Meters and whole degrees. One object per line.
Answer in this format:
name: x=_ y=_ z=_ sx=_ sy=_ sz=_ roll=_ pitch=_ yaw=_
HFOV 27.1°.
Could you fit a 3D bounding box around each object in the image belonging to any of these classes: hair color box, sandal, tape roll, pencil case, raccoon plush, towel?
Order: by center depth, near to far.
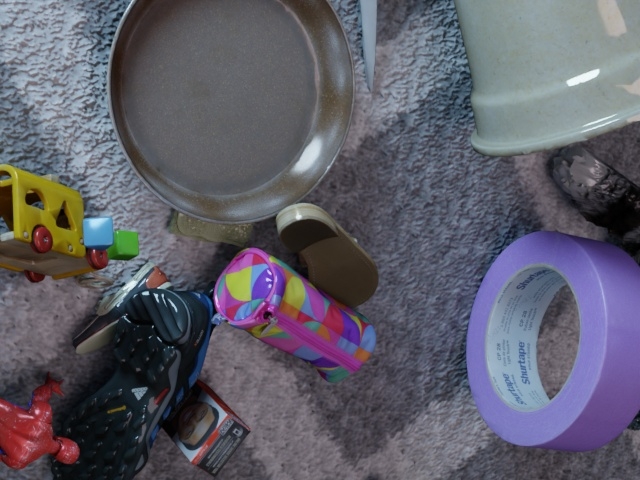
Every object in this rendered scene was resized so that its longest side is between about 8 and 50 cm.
towel: x=-0.115 y=-0.068 z=1.570 sx=0.110 sy=0.027 sz=0.148 roll=8 pitch=102 yaw=-29
hair color box: x=-0.143 y=0.216 z=1.578 sx=0.043 sy=0.141 sz=0.072 roll=40 pitch=86 yaw=-31
pencil case: x=-0.029 y=0.095 z=1.590 sx=0.236 sy=0.104 sz=0.104 roll=32 pitch=90 yaw=-49
sandal: x=0.006 y=-0.002 z=1.620 sx=0.088 sy=0.079 sz=0.240 roll=-20 pitch=148 yaw=11
tape roll: x=0.303 y=0.129 z=1.699 sx=0.090 sy=0.275 sz=0.275 roll=10 pitch=101 yaw=-30
raccoon plush: x=0.431 y=0.099 z=1.856 sx=0.446 sy=0.216 sz=0.299 roll=36 pitch=103 yaw=-2

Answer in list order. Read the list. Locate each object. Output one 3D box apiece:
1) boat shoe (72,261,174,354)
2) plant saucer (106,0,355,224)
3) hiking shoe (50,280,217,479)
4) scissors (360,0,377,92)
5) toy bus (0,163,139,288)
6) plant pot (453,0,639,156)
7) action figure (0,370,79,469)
boat shoe: x=-0.236 y=0.080 z=1.548 sx=0.137 sy=0.049 sz=0.043 roll=-39 pitch=76 yaw=-9
plant saucer: x=-0.104 y=-0.174 z=1.508 sx=0.310 sy=0.050 sz=0.310 roll=-5 pitch=99 yaw=-31
hiking shoe: x=-0.204 y=0.190 z=1.557 sx=0.304 sy=0.113 sz=0.132 roll=-59 pitch=157 yaw=18
scissors: x=0.063 y=-0.315 z=1.554 sx=0.109 sy=0.021 sz=0.297 roll=-11 pitch=115 yaw=16
toy bus: x=-0.304 y=-0.019 z=1.441 sx=0.191 sy=0.202 sz=0.104 roll=1 pitch=75 yaw=-20
plant pot: x=0.280 y=-0.306 z=1.555 sx=0.334 sy=0.334 sz=0.305 roll=-28 pitch=104 yaw=-17
action figure: x=-0.391 y=0.168 z=1.479 sx=0.280 sy=0.139 sz=0.091 roll=30 pitch=94 yaw=-9
